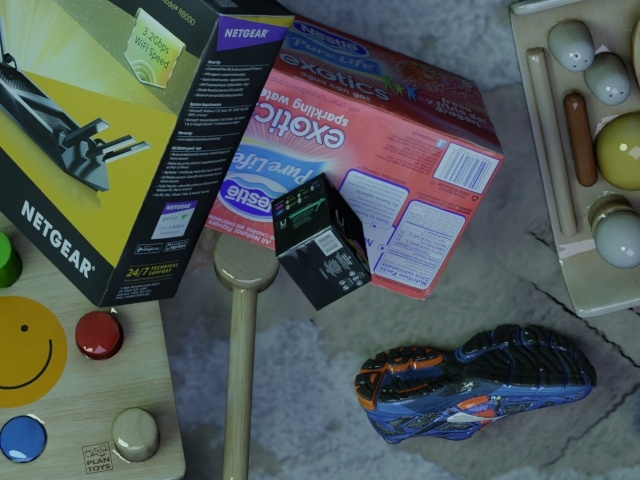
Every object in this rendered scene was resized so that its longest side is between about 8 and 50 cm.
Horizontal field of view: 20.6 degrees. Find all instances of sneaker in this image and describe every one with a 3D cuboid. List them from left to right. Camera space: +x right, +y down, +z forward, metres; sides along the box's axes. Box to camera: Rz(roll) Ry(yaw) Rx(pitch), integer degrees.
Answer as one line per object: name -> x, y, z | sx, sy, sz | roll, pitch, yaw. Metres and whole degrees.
sneaker -> 0.143, 0.138, 1.621 | 0.221, 0.083, 0.087 | -6, 134, 3

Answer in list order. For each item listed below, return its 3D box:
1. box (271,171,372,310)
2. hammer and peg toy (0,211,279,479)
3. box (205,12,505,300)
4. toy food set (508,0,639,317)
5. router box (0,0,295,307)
box -> 0.000, 0.000, 1.347 | 0.052, 0.083, 0.062 | -30, 119, 13
hammer and peg toy -> -0.198, 0.092, 1.444 | 0.361, 0.266, 0.127 | -8, 164, -6
box -> -0.023, -0.086, 1.427 | 0.300, 0.142, 0.154 | 18, 116, -16
toy food set -> 0.295, -0.091, 1.488 | 0.219, 0.092, 0.306 | -14, 121, 2
router box -> -0.185, -0.137, 1.299 | 0.081, 0.309, 0.243 | -7, 129, -49
